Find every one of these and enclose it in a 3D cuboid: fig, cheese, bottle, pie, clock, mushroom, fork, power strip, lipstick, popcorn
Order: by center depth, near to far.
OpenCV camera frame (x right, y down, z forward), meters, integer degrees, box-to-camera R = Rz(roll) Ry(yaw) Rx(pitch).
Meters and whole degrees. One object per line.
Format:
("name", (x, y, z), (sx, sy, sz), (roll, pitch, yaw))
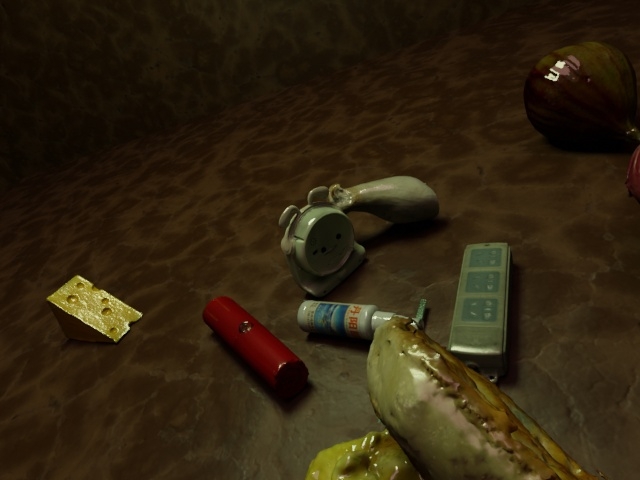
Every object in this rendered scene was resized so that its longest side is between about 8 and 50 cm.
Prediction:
("pie", (0.166, 0.192, 0.414), (0.092, 0.315, 0.315), (-51, 34, 5))
("popcorn", (0.068, 0.275, 0.464), (0.198, 0.155, 0.197), (-20, 20, 7))
("fork", (0.136, 0.178, 0.683), (0.039, 0.021, 0.235), (2, 38, 27))
("power strip", (0.253, 0.094, 0.702), (0.078, 0.052, 0.272), (-4, 37, 28))
("bottle", (0.063, 0.132, 0.747), (0.217, 0.060, 0.060), (-2, 38, 34))
("lipstick", (-0.124, 0.175, 0.797), (0.073, 0.073, 0.280), (-38, 35, -22))
("clock", (0.000, 0.000, 0.862), (0.152, 0.190, 0.062), (-39, 36, -23))
("fig", (0.582, -0.269, 0.922), (0.217, 0.216, 0.320), (-29, 52, -9))
("mushroom", (0.127, -0.079, 0.923), (0.226, 0.116, 0.093), (-1, 67, -16))
("cheese", (-0.500, 0.172, 1.027), (0.171, 0.126, 0.093), (14, 39, 18))

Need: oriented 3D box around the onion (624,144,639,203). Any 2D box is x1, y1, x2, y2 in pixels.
("onion", (0.580, -0.047, 0.557), (0.349, 0.284, 0.347), (5, 3, 0))
